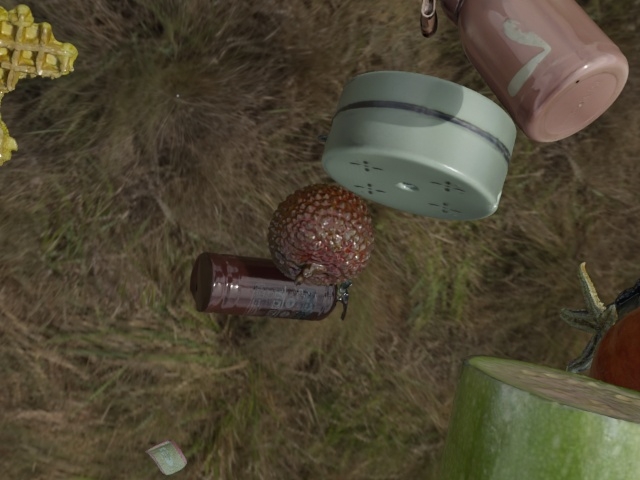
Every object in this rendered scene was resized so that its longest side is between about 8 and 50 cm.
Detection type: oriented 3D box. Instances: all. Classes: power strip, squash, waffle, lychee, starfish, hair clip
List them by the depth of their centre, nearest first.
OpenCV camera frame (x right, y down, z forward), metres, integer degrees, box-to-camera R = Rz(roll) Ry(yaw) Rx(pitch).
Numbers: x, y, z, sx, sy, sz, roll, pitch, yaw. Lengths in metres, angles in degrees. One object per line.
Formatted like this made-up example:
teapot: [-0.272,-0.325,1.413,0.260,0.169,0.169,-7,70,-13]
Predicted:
squash: [0.223,0.328,0.886,0.263,0.263,0.385,12,91,-10]
waffle: [-0.388,-0.190,1.124,0.194,0.051,0.149,-41,119,7]
lychee: [0.000,0.000,1.419,0.165,0.197,0.165,6,141,5]
starfish: [0.416,0.119,1.429,0.053,0.208,0.176,-7,82,-15]
power strip: [0.170,-0.172,1.717,0.357,0.357,0.161,19,77,-11]
hair clip: [-0.297,0.414,1.798,0.054,0.022,0.137,-28,146,-8]

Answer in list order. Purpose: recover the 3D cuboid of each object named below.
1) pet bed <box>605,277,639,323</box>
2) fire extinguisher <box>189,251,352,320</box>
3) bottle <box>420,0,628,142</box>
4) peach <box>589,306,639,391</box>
pet bed: [0.629,0.140,1.672,0.183,0.159,0.211,32,128,-8]
fire extinguisher: [-0.078,0.100,1.799,0.337,0.114,0.135,6,132,-29]
bottle: [0.282,-0.296,1.362,0.206,0.173,0.297,-26,64,-8]
peach: [0.463,0.203,1.163,0.232,0.232,0.257,-4,60,-8]
